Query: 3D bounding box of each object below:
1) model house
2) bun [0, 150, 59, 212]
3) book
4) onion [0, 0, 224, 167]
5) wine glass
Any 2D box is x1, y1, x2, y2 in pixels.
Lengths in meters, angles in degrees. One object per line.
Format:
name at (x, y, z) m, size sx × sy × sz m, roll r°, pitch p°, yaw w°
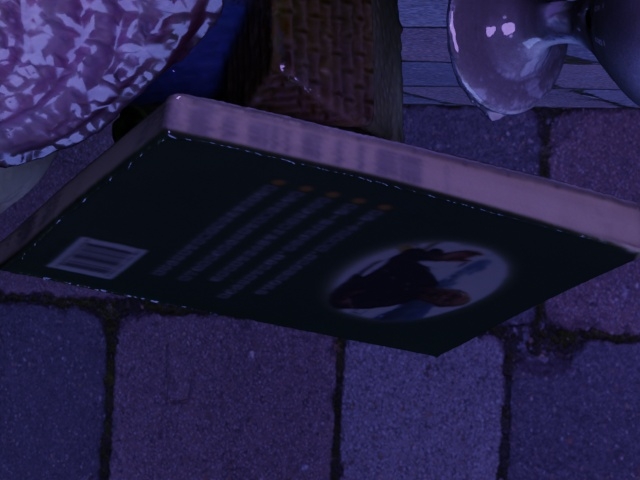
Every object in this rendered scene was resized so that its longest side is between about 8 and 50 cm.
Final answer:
model house at (-0.061, -0.114, 1.227) m, size 0.214 × 0.195 × 0.189 m, roll 0°, pitch 172°, yaw 11°
bun at (-0.427, -0.119, 1.809) m, size 0.361 × 0.213 × 0.361 m, roll 2°, pitch -177°, yaw 0°
book at (0.000, 0.000, 1.267) m, size 0.371 × 0.043 × 0.260 m, roll 13°, pitch 153°, yaw -30°
onion at (-0.157, -0.149, 0.695) m, size 0.250 × 0.111 × 0.247 m, roll 29°, pitch 140°, yaw -25°
wine glass at (0.195, -0.127, 1.077) m, size 0.126 × 0.126 × 0.241 m, roll 2°, pitch -178°, yaw -44°
